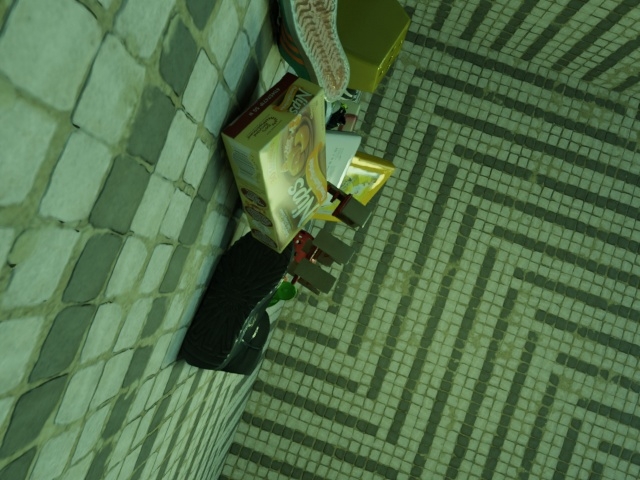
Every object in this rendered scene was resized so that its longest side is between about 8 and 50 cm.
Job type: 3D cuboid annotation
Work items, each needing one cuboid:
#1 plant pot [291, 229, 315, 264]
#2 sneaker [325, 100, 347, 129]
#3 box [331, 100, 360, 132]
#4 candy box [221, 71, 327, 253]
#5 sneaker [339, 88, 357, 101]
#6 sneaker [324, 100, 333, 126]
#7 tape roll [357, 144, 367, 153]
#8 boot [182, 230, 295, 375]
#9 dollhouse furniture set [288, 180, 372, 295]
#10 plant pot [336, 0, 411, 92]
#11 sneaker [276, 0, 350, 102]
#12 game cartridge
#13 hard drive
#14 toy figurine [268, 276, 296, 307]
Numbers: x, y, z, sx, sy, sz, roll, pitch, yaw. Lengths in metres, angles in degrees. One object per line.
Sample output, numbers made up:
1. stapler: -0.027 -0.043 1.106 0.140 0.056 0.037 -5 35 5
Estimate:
1. plant pot: -0.095 0.046 1.921 0.191 0.174 0.191 23 90 -88
2. sneaker: 0.045 -0.454 1.647 0.235 0.097 0.084 125 -13 -71
3. box: 0.078 -0.489 1.875 0.148 0.126 0.232 -39 150 -84
4. candy box: -0.072 -0.134 0.838 0.183 0.087 0.316 -50 159 -24
5. sneaker: 0.116 -0.600 1.501 0.094 0.153 0.235 -65 176 -81
6. sneaker: -0.084 -0.227 1.065 0.131 0.112 0.319 -18 135 -56
7. tape roll: 0.038 -0.252 1.573 0.169 0.246 0.246 108 3 -50
8. boot: -0.178 0.186 1.148 0.367 0.146 0.445 -56 167 -15
9. dollhouse furniture set: 0.000 0.000 1.064 0.259 0.135 0.262 -57 -176 -8
10. plant pot: 0.094 -0.489 1.040 0.212 0.187 0.212 -57 177 -3
11. sneaker: -0.036 -0.379 0.755 0.108 0.121 0.302 -47 153 -13
12. game cartridge: 0.058 -0.173 1.411 0.323 0.053 0.285 1 138 -45
13. hard drive: -0.037 -0.170 1.041 0.318 0.040 0.210 -14 135 -52
14. toy figurine: -0.165 0.128 1.429 0.159 0.173 0.130 -95 -175 -64
